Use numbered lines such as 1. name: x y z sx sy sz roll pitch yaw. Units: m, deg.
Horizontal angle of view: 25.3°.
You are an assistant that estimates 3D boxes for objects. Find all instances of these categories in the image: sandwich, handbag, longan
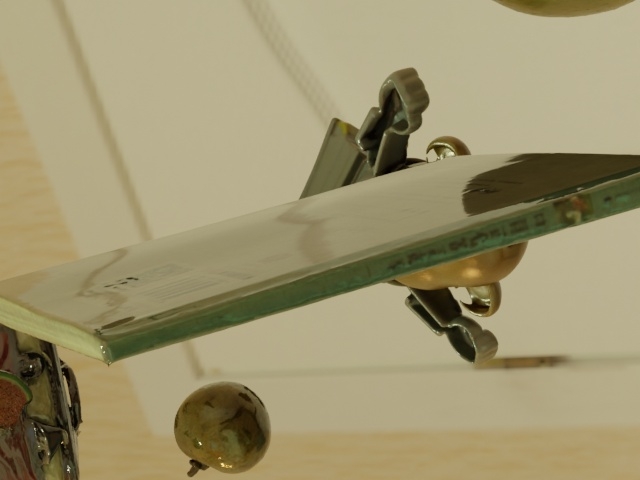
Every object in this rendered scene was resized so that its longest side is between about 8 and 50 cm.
1. sandwich: -0.319 0.153 1.320 0.135 0.029 0.067 -27 -66 -59
2. handbag: -0.399 0.213 1.826 0.181 0.181 0.254 174 84 -73
3. longan: -0.077 0.148 1.088 0.083 0.075 0.075 -60 -16 13

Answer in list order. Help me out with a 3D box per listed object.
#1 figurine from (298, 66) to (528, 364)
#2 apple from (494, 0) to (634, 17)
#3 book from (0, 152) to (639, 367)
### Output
1. figurine: 0.115 -0.022 1.616 0.167 0.285 0.342 -50 -61 -19
2. apple: 0.226 -0.352 1.333 0.254 0.292 0.291 -60 -36 -81
3. book: 0.000 0.000 0.653 0.215 0.283 0.025 7 110 65
